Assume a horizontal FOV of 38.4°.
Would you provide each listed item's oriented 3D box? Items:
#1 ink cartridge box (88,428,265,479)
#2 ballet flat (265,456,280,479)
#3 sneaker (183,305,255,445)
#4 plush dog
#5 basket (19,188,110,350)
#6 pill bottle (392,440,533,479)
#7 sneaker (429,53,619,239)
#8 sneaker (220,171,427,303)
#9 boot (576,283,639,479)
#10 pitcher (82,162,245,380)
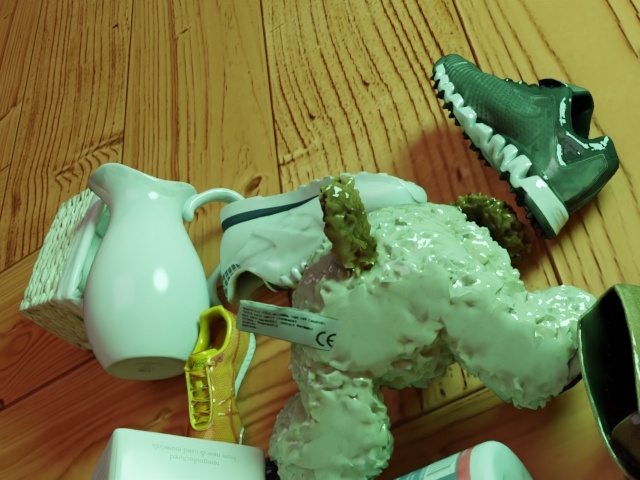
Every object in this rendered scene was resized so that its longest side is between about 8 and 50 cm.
[{"bbox_3d":[-0.119,0.332,0.606,0.207,0.119,0.354,123,153,-42],"label":"ink cartridge box"},{"bbox_3d":[-0.052,0.212,0.775,0.173,0.057,0.049,-24,5,24],"label":"ballet flat"},{"bbox_3d":[-0.105,0.142,0.853,0.064,0.067,0.175,-21,48,26],"label":"sneaker"},{"bbox_3d":[0.055,0.039,0.711,0.262,0.211,0.225,-28,8,8],"label":"plush dog"},{"bbox_3d":[-0.252,0.031,1.040,0.103,0.113,0.167,-17,47,34],"label":"basket"},{"bbox_3d":[0.060,0.216,0.614,0.180,0.108,0.108,-29,43,21],"label":"pill bottle"},{"bbox_3d":[0.180,-0.105,0.803,0.106,0.078,0.234,-35,44,8],"label":"sneaker"},{"bbox_3d":[0.000,0.000,0.879,0.235,0.090,0.095,-16,61,37],"label":"sneaker"},{"bbox_3d":[0.207,0.153,0.507,0.112,0.115,0.305,-49,28,40],"label":"boot"},{"bbox_3d":[-0.153,0.033,0.950,0.125,0.177,0.207,122,146,-60],"label":"pitcher"}]
